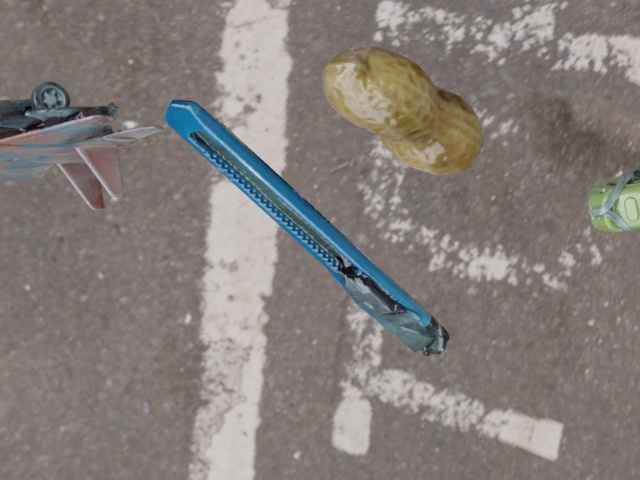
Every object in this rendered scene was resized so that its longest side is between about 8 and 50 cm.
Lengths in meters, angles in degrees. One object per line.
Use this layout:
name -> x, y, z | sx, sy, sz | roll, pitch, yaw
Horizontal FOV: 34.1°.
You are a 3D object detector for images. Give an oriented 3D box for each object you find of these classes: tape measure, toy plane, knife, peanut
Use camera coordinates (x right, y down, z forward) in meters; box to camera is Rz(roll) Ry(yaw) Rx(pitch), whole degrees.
tape measure -> 0.548, -0.073, 1.816 | 0.175, 0.200, 0.106 | -9, 95, 22
toy plane -> -0.331, -0.102, 1.031 | 0.223, 0.326, 0.104 | -21, 67, 52
knife -> -0.001, 0.002, 0.727 | 0.296, 0.026, 0.044 | 41, 151, -29
peanut -> 0.078, -0.122, 0.979 | 0.089, 0.089, 0.193 | -29, 137, 30
